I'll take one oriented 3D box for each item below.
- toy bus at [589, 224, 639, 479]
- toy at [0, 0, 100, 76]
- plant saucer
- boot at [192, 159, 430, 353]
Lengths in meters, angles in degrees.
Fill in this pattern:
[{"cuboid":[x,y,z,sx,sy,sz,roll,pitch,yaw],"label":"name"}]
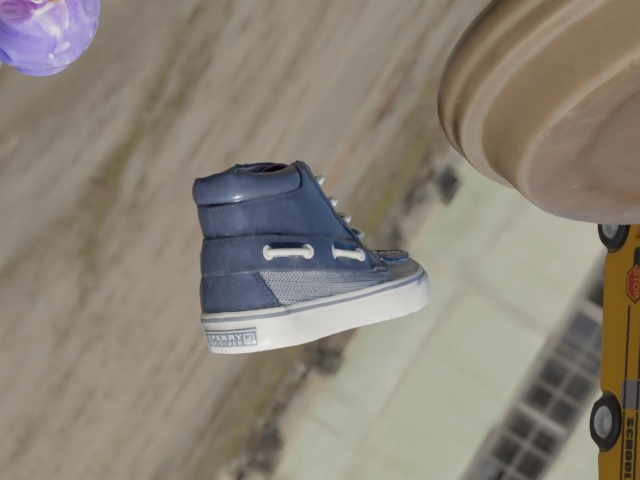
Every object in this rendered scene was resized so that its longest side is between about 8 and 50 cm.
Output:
[{"cuboid":[0.315,0.098,1.714,0.130,0.108,0.332,172,-78,-66],"label":"toy bus"},{"cuboid":[-0.098,-0.120,0.672,0.137,0.056,0.237,-84,180,-50],"label":"toy"},{"cuboid":[0.178,-0.069,0.684,0.278,0.041,0.278,-14,162,-5],"label":"plant saucer"},{"cuboid":[0.000,0.000,0.977,0.190,0.069,0.086,-14,98,-65],"label":"boot"}]
